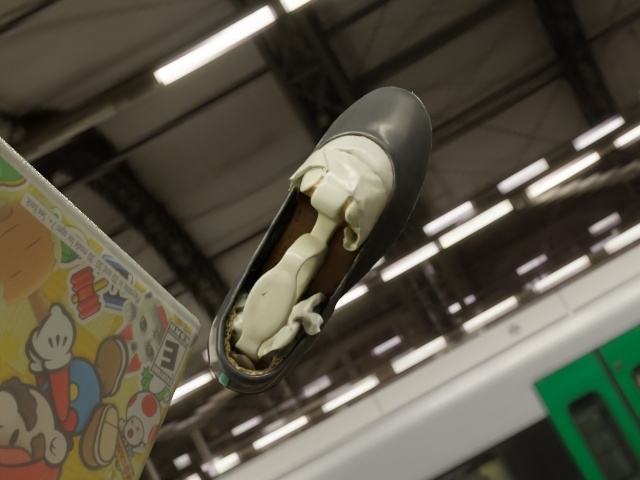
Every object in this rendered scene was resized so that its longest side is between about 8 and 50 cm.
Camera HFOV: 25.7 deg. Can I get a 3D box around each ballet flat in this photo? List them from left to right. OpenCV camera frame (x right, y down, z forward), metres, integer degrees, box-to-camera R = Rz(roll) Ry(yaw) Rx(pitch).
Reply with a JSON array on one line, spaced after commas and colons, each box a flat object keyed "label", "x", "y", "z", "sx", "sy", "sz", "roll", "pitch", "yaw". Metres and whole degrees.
[{"label": "ballet flat", "x": 0.000, "y": 0.000, "z": 0.801, "sx": 0.203, "sy": 0.074, "sz": 0.074, "roll": -57, "pitch": -15, "yaw": 1}]

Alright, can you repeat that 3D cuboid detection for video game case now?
[{"label": "video game case", "x": -0.154, "y": 0.071, "z": 0.612, "sx": 0.026, "sy": 0.206, "sz": 0.227, "roll": 4, "pitch": -30, "yaw": 34}]
